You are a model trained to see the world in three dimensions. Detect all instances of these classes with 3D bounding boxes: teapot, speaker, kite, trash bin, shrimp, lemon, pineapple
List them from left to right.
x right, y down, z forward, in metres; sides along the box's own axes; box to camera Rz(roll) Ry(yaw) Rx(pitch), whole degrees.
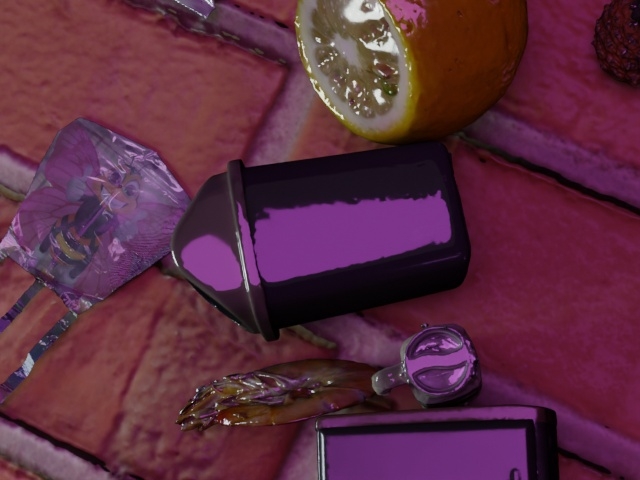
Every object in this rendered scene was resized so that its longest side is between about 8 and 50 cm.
[{"bbox_3d":[-0.303,0.036,1.565,0.204,0.022,0.360,37,86,13],"label":"kite"},{"bbox_3d":[-0.049,0.171,1.455,0.236,0.133,0.053,-10,113,13],"label":"shrimp"},{"bbox_3d":[0.000,0.000,1.436,0.290,0.209,0.182,-11,78,1],"label":"trash bin"},{"bbox_3d":[0.108,-0.228,1.444,0.219,0.240,0.240,-29,75,-32],"label":"lemon"},{"bbox_3d":[0.107,0.132,1.395,0.107,0.200,0.077,-16,78,3],"label":"teapot"},{"bbox_3d":[0.119,0.246,1.383,0.231,0.192,0.153,-4,81,12],"label":"speaker"},{"bbox_3d":[0.349,-0.231,1.427,0.108,0.198,0.108,2,76,-7],"label":"pineapple"}]

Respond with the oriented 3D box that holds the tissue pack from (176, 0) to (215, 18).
[{"bbox_3d":[-0.127,-0.360,1.602,0.122,0.026,0.193,30,83,17],"label":"tissue pack"}]
